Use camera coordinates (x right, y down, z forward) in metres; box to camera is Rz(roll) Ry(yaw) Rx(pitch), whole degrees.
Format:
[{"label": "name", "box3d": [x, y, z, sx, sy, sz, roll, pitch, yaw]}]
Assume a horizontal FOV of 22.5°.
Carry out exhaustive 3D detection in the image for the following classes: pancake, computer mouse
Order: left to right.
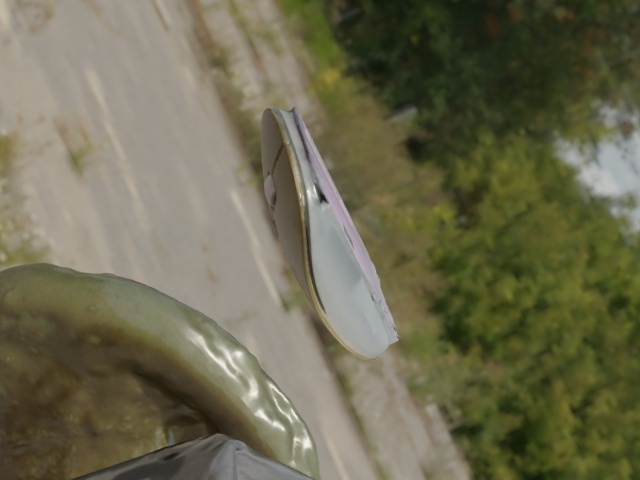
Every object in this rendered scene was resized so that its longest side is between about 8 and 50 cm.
[{"label": "pancake", "box3d": [-0.104, 0.124, 0.789, 0.242, 0.242, 0.050, 64, 31, -21]}, {"label": "computer mouse", "box3d": [0.000, 0.000, 1.212, 0.245, 0.056, 0.126, 64, 5, -55]}]

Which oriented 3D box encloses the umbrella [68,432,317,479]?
[{"label": "umbrella", "box3d": [-0.118, 0.136, 0.600, 0.073, 0.337, 0.067, 42, 50, -23]}]
